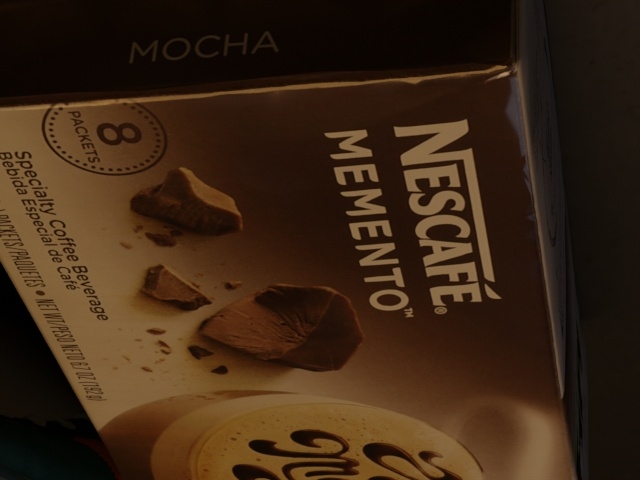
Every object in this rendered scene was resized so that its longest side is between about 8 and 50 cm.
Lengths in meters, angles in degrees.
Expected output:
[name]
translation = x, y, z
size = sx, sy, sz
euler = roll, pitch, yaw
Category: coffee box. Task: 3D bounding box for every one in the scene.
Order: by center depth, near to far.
[coffee box]
translation = 0.000, 0.000, 0.596
size = 0.168, 0.119, 0.297
euler = -2, 144, 10

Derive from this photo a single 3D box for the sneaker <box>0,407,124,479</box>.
[sneaker]
translation = -0.099, 0.120, 0.756
size = 0.108, 0.121, 0.302
euler = -29, 138, 25
